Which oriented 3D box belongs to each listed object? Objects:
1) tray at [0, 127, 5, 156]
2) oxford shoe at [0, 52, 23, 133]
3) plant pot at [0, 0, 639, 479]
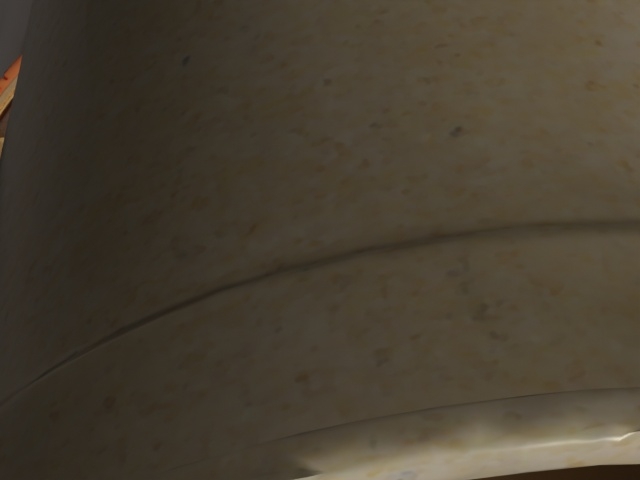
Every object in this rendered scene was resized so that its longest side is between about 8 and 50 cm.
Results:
[{"bbox_3d":[-0.260,0.144,0.962,0.203,0.411,0.076,-8,-158,-28],"label":"tray"},{"bbox_3d":[-0.217,0.040,1.400,0.133,0.363,0.130,18,-179,10],"label":"oxford shoe"},{"bbox_3d":[0.033,0.019,0.550,0.334,0.305,0.334,-4,141,-3],"label":"plant pot"}]
